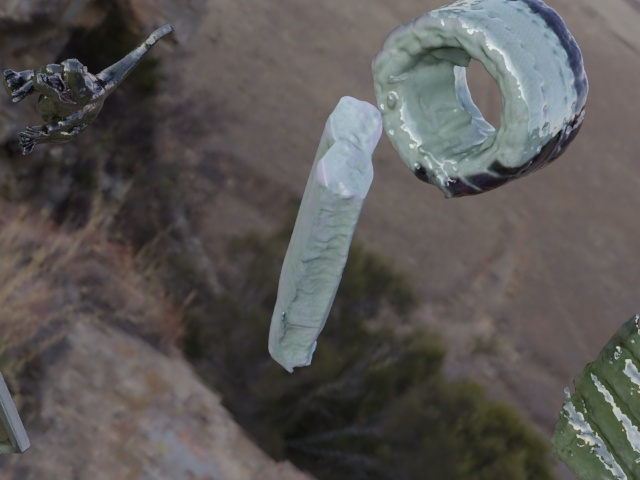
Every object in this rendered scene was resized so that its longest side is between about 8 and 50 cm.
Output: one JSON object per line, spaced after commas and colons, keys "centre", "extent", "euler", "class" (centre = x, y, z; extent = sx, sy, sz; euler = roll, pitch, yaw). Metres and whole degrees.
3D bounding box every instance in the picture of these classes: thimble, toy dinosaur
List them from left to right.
{"centre": [-0.206, -0.142, 1.393], "extent": [0.187, 0.179, 0.087], "euler": [-141, -143, -73], "class": "toy dinosaur"}
{"centre": [0.175, -0.172, 1.663], "extent": [0.150, 0.237, 0.237], "euler": [-24, 62, -43], "class": "thimble"}

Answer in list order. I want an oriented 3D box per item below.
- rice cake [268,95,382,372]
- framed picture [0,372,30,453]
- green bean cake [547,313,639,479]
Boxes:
{"centre": [0.000, 0.000, 1.058], "extent": [0.040, 0.226, 0.085], "euler": [13, 50, -4], "class": "rice cake"}
{"centre": [-0.436, 0.126, 1.462], "extent": [0.016, 0.289, 0.213], "euler": [-41, 116, -54], "class": "framed picture"}
{"centre": [0.331, 0.130, 1.290], "extent": [0.222, 0.227, 0.125], "euler": [1, 42, -49], "class": "green bean cake"}
